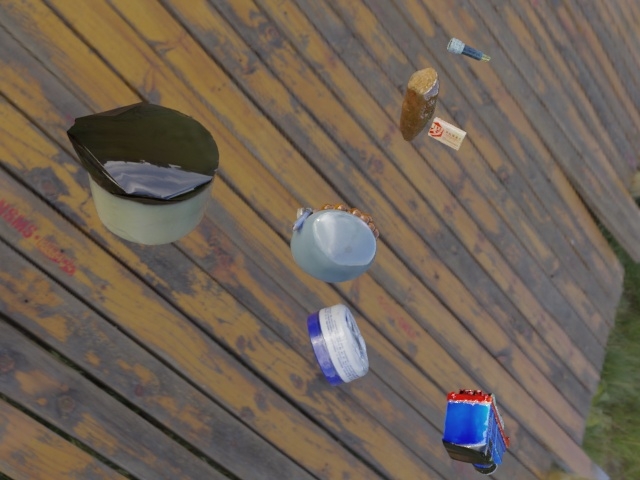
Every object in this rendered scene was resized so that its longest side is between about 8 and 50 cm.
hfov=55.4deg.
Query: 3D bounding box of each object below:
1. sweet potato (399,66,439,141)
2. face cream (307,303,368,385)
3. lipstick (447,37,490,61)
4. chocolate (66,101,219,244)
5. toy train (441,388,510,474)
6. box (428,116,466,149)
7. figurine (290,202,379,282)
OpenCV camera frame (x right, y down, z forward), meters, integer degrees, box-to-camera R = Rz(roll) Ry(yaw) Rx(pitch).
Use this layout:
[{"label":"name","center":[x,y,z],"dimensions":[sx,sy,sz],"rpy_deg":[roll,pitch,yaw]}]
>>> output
[{"label":"sweet potato","center":[0.262,-0.363,1.666],"dimensions":[0.097,0.251,0.097],"rpy_deg":[4,58,-6]},{"label":"face cream","center":[0.051,0.275,1.628],"dimensions":[0.206,0.111,0.205],"rpy_deg":[-23,90,-81]},{"label":"lipstick","center":[0.397,-0.503,1.625],"dimensions":[0.116,0.037,0.037],"rpy_deg":[20,71,-8]},{"label":"chocolate","center":[-0.426,-0.133,1.509],"dimensions":[0.314,0.297,0.326],"rpy_deg":[40,41,18]},{"label":"toy train","center":[0.285,0.354,1.108],"dimensions":[0.204,0.083,0.131],"rpy_deg":[60,36,-42]},{"label":"box","center":[0.339,-0.286,1.633],"dimensions":[0.093,0.058,0.015],"rpy_deg":[30,53,12]},{"label":"figurine","center":[0.030,0.005,1.649],"dimensions":[0.225,0.382,0.204],"rpy_deg":[9,91,-3]}]
